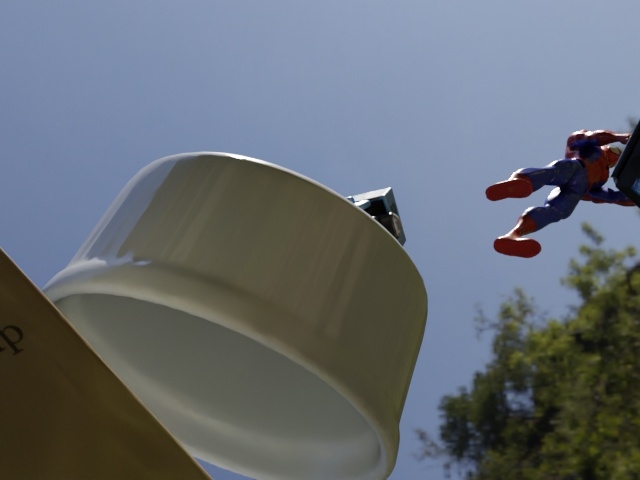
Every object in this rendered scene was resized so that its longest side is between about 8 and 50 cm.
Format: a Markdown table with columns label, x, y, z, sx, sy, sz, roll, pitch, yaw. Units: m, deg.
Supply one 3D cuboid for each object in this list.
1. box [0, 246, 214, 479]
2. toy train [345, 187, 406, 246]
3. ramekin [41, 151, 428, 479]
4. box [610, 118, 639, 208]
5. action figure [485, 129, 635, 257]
| label | x | y | z | sx | sy | sz | roll | pitch | yaw |
| --- | --- | --- | --- | --- | --- | --- | --- | --- | --- |
| box | -0.172 | 0.110 | 0.532 | 0.311 | 0.121 | 0.148 | 43 | -128 | 17 |
| toy train | 0.000 | 0.000 | 1.176 | 0.105 | 0.184 | 0.080 | -41 | -64 | -73 |
| ramekin | -0.055 | 0.060 | 0.822 | 0.277 | 0.277 | 0.135 | 40 | -123 | -27 |
| box | 0.246 | -0.035 | 0.517 | 0.077 | 0.147 | 0.180 | -19 | -126 | -34 |
| action figure | 0.288 | -0.059 | 1.156 | 0.280 | 0.139 | 0.091 | -31 | -64 | -55 |
